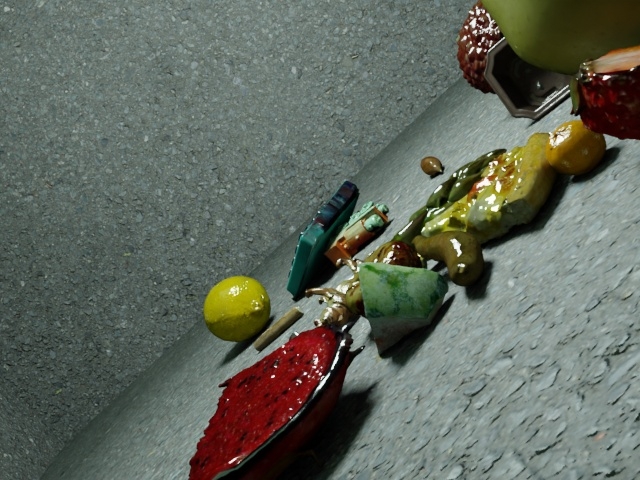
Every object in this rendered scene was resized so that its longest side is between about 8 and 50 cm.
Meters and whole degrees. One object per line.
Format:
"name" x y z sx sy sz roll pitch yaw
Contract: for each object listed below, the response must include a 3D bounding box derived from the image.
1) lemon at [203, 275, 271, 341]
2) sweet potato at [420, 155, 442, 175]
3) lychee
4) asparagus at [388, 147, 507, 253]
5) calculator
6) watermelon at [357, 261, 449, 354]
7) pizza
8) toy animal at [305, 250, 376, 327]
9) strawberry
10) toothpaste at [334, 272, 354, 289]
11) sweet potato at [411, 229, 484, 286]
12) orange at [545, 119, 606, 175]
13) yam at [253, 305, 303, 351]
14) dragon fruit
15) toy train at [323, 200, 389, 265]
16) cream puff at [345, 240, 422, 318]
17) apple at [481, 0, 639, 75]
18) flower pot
"lemon" -0.215 0.179 2.078 0.206 0.173 0.173 -14 26 44
"sweet potato" 0.280 -0.180 1.958 0.049 0.049 0.117 -43 17 4
"lychee" 0.438 -0.436 1.779 0.264 0.300 0.264 1 16 0
"asparagus" 0.224 -0.059 1.407 0.287 0.080 0.080 -46 7 3
"calculator" 0.000 0.000 2.041 0.274 0.058 0.248 -51 -15 -39
"watermelon" 0.084 0.100 1.113 0.158 0.121 0.098 -42 27 44
"pizza" 0.241 -0.047 1.218 0.287 0.075 0.280 -40 7 27
"toy animal" 0.052 0.092 1.458 0.099 0.057 0.241 21 45 32
"strawberry" 0.422 -0.180 0.943 0.236 0.111 0.190 -8 17 36
"toothpaste" 0.109 0.051 1.548 0.194 0.043 0.067 -40 9 -11
"sweet potato" 0.188 0.015 1.135 0.069 0.059 0.249 -40 17 0
"orange" 0.351 -0.129 1.097 0.083 0.070 0.083 -45 10 10
"yam" -0.098 0.203 1.838 0.145 0.032 0.032 -43 7 16
"dragon fruit" -0.048 0.233 1.061 0.282 0.100 0.343 -39 11 22
"toy train" 0.093 -0.019 1.935 0.176 0.074 0.118 -37 16 33
"cream puff" 0.104 0.070 1.254 0.149 0.084 0.149 -49 7 8
"apple" 0.437 -0.466 1.186 0.473 0.473 0.473 -43 7 6
"flower pot" 0.465 -0.364 1.587 0.251 0.179 0.084 -39 -16 29
